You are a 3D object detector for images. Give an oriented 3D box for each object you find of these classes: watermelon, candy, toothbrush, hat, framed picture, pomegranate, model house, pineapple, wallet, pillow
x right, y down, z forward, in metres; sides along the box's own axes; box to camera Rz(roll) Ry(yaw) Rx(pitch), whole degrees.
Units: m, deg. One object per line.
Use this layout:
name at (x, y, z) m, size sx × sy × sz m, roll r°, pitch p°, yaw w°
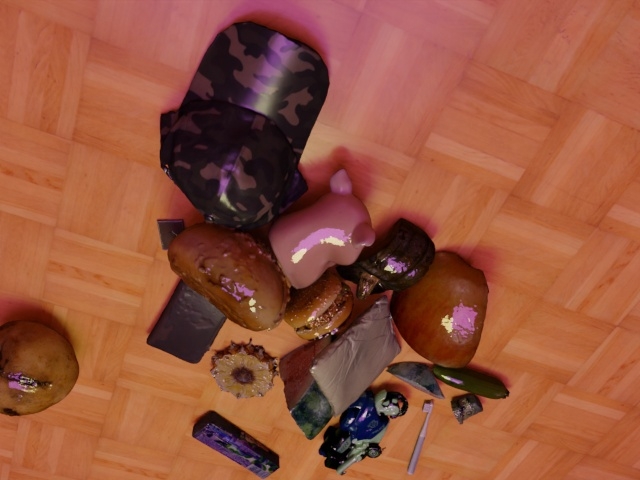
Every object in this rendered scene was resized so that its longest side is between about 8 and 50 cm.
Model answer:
watermelon at (-0.043, 0.409, 1.706) m, size 0.201 × 0.262 × 0.213 m, roll 4°, pitch 132°, yaw 32°
candy at (-0.261, 0.651, 1.931) m, size 0.088 × 0.061 × 0.312 m, roll -38°, pitch 117°, yaw 21°
toothbrush at (0.315, 0.630, 1.939) m, size 0.030 × 0.025 × 0.343 m, roll 7°, pitch 123°, yaw 3°
hat at (-0.151, -0.229, 1.277) m, size 0.366 × 0.258 × 0.382 m, roll 19°, pitch 141°, yaw -14°
framed picture at (-0.369, -0.013, 1.524) m, size 0.066 × 0.007 × 0.089 m, roll -2°, pitch 124°, yaw 1°
watermelon at (0.278, 0.402, 1.767) m, size 0.180 × 0.081 × 0.094 m, roll 33°, pitch 140°, yaw -1°
pomegranate at (-0.786, 0.337, 1.625) m, size 0.260 × 0.260 × 0.261 m, roll 0°, pitch 123°, yaw 0°
model house at (0.440, 0.502, 1.830) m, size 0.083 × 0.066 × 0.079 m, roll -23°, pitch 122°, yaw 13°
pineapple at (-0.219, 0.376, 1.759) m, size 0.221 × 0.047 × 0.221 m, roll 0°, pitch 122°, yaw 1°
wallet at (-0.337, 0.198, 1.641) m, size 0.165 × 0.042 × 0.310 m, roll 25°, pitch 117°, yaw -16°
pillow at (0.095, 0.303, 1.596) m, size 0.274 × 0.076 × 0.281 m, roll -43°, pitch 142°, yaw -19°

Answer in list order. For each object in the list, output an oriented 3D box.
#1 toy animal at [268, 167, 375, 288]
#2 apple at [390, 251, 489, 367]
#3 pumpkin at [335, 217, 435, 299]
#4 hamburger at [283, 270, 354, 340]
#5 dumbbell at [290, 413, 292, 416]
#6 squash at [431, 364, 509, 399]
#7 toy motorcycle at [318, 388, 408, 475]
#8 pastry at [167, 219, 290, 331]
toy animal at (0.004, -0.002, 1.425) m, size 0.256 × 0.195 × 0.213 m, roll -28°, pitch 158°, yaw 9°
apple at (0.317, 0.202, 1.599) m, size 0.179 × 0.254 × 0.346 m, roll -24°, pitch 135°, yaw -36°
pumpkin at (0.158, 0.065, 1.506) m, size 0.131 × 0.126 × 0.248 m, roll 37°, pitch 117°, yaw -20°
hamburger at (-0.013, 0.152, 1.529) m, size 0.181 × 0.191 × 0.118 m, roll -34°, pitch 112°, yaw -2°
dumbbell at (-0.036, 0.501, 1.841) m, size 0.117 × 0.046 × 0.052 m, roll -33°, pitch 112°, yaw 21°
squash at (0.443, 0.411, 1.770) m, size 0.257 × 0.069 × 0.069 m, roll 19°, pitch 121°, yaw -12°
toy motorcycle at (0.113, 0.556, 1.840) m, size 0.196 × 0.125 × 0.331 m, roll 27°, pitch 116°, yaw -15°
pastry at (-0.199, 0.070, 1.443) m, size 0.315 × 0.284 × 0.184 m, roll 39°, pitch 72°, yaw -2°
